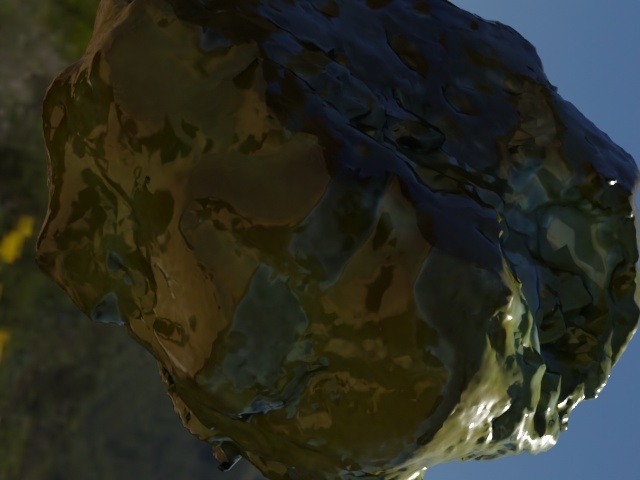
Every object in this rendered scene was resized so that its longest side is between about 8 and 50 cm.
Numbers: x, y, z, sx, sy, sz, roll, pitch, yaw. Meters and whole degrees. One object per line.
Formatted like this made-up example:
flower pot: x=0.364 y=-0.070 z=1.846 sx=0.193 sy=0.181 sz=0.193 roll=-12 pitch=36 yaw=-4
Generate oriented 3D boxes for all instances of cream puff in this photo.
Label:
cream puff: x=0.001 y=0.001 z=0.790 sx=0.185 sy=0.282 sz=0.282 roll=-54 pitch=-164 yaw=26
